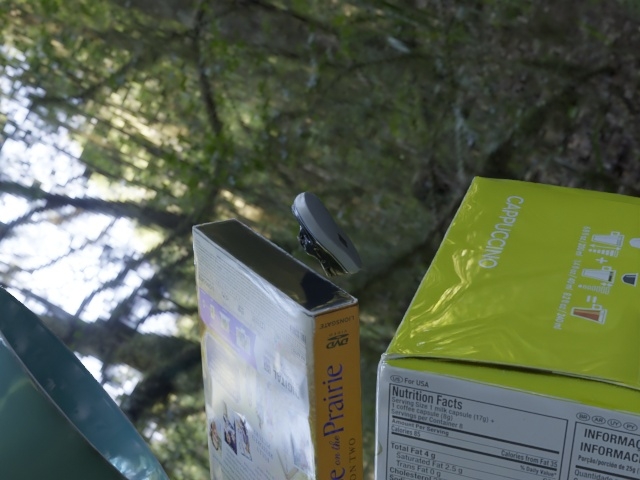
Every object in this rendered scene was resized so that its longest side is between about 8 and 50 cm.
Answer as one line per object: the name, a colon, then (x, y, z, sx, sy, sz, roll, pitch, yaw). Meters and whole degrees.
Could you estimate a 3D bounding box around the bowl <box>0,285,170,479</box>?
bowl: (-0.301, 0.205, 1.125, 0.163, 0.311, 0.311, -39, -18, -6)

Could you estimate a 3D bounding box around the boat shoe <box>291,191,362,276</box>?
boat shoe: (0.000, 0.000, 1.171, 0.142, 0.040, 0.049, 50, -157, -51)

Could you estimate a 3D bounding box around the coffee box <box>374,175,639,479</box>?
coffee box: (0.253, 0.174, 1.005, 0.337, 0.338, 0.334, -55, -30, -54)

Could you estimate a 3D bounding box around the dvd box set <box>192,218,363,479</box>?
dvd box set: (-0.048, 0.216, 1.255, 0.062, 0.307, 0.420, -12, -69, -25)
